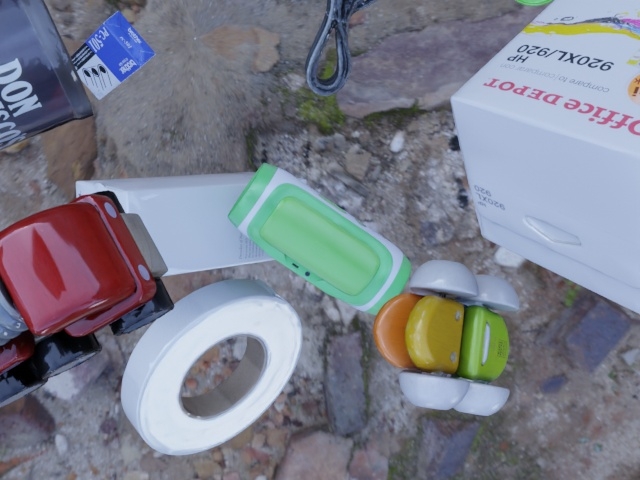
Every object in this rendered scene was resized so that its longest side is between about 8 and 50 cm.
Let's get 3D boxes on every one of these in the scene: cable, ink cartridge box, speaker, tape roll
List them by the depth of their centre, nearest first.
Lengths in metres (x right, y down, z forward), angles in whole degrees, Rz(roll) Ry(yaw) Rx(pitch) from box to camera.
[{"bbox_3d":[0.250,-0.096,0.587,0.233,0.171,0.168,-43,136,-18],"label":"ink cartridge box"},{"bbox_3d":[0.036,-0.319,1.013,0.140,0.072,0.287,10,127,-30],"label":"cable"},{"bbox_3d":[0.000,0.000,1.225,0.297,0.131,0.131,34,97,-9],"label":"speaker"},{"bbox_3d":[-0.394,-0.340,1.388,0.097,0.207,0.046,50,57,-20],"label":"ink cartridge box"},{"bbox_3d":[-0.208,0.255,1.495,0.392,0.072,0.392,-26,134,-30],"label":"tape roll"}]

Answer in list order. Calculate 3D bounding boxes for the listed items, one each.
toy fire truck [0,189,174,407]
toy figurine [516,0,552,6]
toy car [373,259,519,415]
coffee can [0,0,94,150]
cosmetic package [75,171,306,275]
[{"bbox_3d":[-0.265,0.037,0.563,0.217,0.246,0.158,-30,85,10],"label":"toy fire truck"},{"bbox_3d":[0.208,-0.344,0.816,0.173,0.159,0.130,40,126,-3],"label":"toy figurine"},{"bbox_3d":[0.136,0.111,0.854,0.182,0.136,0.159,17,76,-40],"label":"toy car"},{"bbox_3d":[-0.351,-0.140,0.586,0.275,0.201,0.201,-26,108,-12],"label":"coffee can"},{"bbox_3d":[-0.223,-0.039,1.331,0.366,0.197,0.155,-9,105,-38],"label":"cosmetic package"}]
